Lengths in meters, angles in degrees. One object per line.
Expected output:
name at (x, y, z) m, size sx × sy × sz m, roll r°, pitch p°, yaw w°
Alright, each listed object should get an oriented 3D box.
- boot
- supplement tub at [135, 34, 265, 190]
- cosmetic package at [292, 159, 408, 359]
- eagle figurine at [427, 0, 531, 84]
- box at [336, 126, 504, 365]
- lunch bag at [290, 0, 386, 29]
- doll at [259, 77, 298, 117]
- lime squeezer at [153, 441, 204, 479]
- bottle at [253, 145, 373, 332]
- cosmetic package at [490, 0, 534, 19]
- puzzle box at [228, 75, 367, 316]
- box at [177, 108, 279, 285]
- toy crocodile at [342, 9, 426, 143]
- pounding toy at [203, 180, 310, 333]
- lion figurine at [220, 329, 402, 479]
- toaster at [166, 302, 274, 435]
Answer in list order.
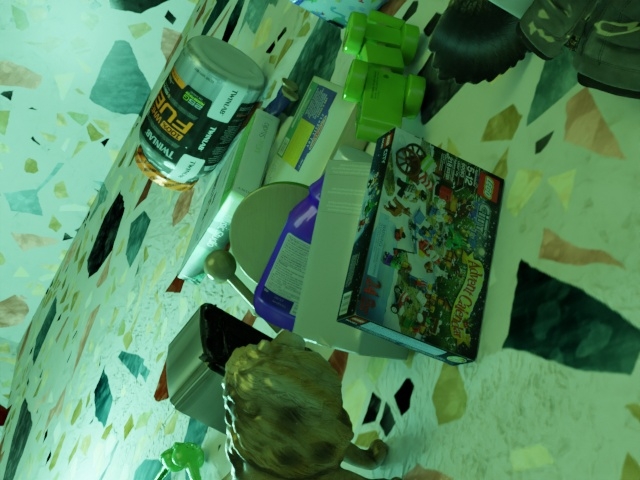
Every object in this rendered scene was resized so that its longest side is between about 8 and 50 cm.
boot at (0.341, -0.225, 0.842) m, size 0.338 × 0.118 × 0.222 m, roll 40°, pitch 137°, yaw 41°
supplement tub at (-0.293, -0.293, 2.178) m, size 0.338 × 0.207 × 0.207 m, roll -55°, pitch 25°, yaw 27°
cosmetic package at (0.058, 0.023, 1.159) m, size 0.127 × 0.107 × 0.238 m, roll 12°, pitch 92°, yaw 46°
eagle figurine at (0.205, -0.376, 1.150) m, size 0.226 × 0.225 × 0.298 m, roll -80°, pitch 16°, yaw -55°
box at (0.119, 0.007, 1.050) m, size 0.044 × 0.159 × 0.233 m, roll -28°, pitch 44°, yaw 59°
lunch bag at (0.043, -0.480, 1.654) m, size 0.219 × 0.176 × 0.090 m, roll -28°, pitch 44°, yaw 55°
doll at (-0.113, -0.249, 1.946) m, size 0.189 × 0.046 × 0.129 m, roll -51°, pitch 27°, yaw 33°
lime squeezer at (-0.242, 0.408, 1.626) m, size 0.310 × 0.059 × 0.109 m, roll -15°, pitch 85°, yaw 60°
bottle at (0.000, 0.000, 1.334) m, size 0.092 × 0.118 × 0.282 m, roll -77°, pitch 11°, yaw -66°
cosmetic package at (0.234, -0.303, 0.995) m, size 0.117 × 0.231 × 0.085 m, roll -54°, pitch 26°, yaw 27°
puzzle box at (-0.041, -0.084, 1.624) m, size 0.408 × 0.052 × 0.272 m, roll -63°, pitch 22°, yaw 8°
box at (-0.188, -0.083, 1.868) m, size 0.322 × 0.058 × 0.232 m, roll -52°, pitch 19°, yaw 48°
toy crocodile at (0.090, -0.255, 1.424) m, size 0.340 × 0.115 × 0.105 m, roll -88°, pitch 12°, yaw -45°
pounding toy at (-0.056, 0.001, 1.460) m, size 0.237 × 0.183 × 0.110 m, roll -50°, pitch 4°, yaw 25°
lion figurine at (-0.066, 0.291, 1.084) m, size 0.392 × 0.240 × 0.142 m, roll -58°, pitch 24°, yaw 22°
toaster at (-0.145, 0.198, 1.416) m, size 0.110 × 0.186 × 0.168 m, roll -48°, pitch 28°, yaw 18°
